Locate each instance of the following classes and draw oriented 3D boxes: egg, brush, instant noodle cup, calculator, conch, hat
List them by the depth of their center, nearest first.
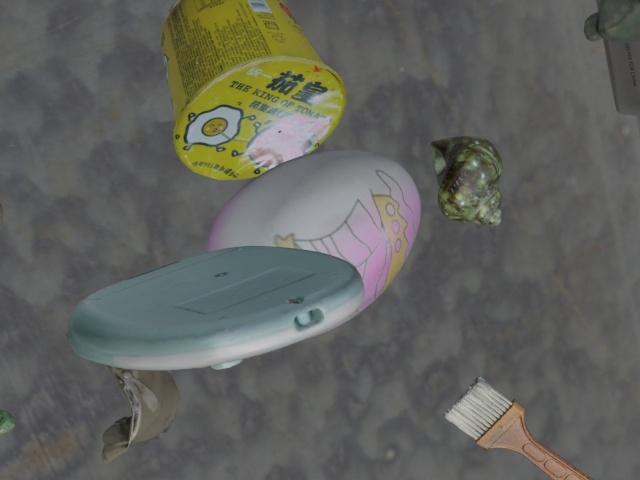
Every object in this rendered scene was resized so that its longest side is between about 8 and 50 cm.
[{"bbox_3d":[-0.086,0.045,0.740,0.184,0.295,0.042,-20,102,-31],"label":"calculator"},{"bbox_3d":[-0.192,0.151,1.095,0.147,0.085,0.175,65,17,14],"label":"hat"},{"bbox_3d":[0.000,0.000,1.138,0.271,0.196,0.196,-20,108,-24],"label":"egg"},{"bbox_3d":[0.328,0.319,1.491,0.314,0.017,0.090,37,110,-7],"label":"brush"},{"bbox_3d":[-0.144,-0.305,1.844,0.326,0.325,0.254,-1,54,-34],"label":"instant noodle cup"},{"bbox_3d":[0.272,-0.108,1.869,0.124,0.187,0.181,-1,73,-1],"label":"conch"}]

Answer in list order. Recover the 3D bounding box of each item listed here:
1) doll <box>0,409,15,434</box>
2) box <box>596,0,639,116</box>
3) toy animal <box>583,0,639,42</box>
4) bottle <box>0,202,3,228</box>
[{"bbox_3d":[-0.389,0.198,1.017,0.150,0.115,0.077,-47,161,-36],"label":"doll"},{"bbox_3d":[0.526,-0.314,1.673,0.055,0.103,0.243,-48,133,-27],"label":"box"},{"bbox_3d":[0.271,-0.226,0.729,0.125,0.251,0.127,39,83,-9],"label":"toy animal"},{"bbox_3d":[-0.321,0.050,0.790,0.110,0.097,0.209,68,22,-56],"label":"bottle"}]
